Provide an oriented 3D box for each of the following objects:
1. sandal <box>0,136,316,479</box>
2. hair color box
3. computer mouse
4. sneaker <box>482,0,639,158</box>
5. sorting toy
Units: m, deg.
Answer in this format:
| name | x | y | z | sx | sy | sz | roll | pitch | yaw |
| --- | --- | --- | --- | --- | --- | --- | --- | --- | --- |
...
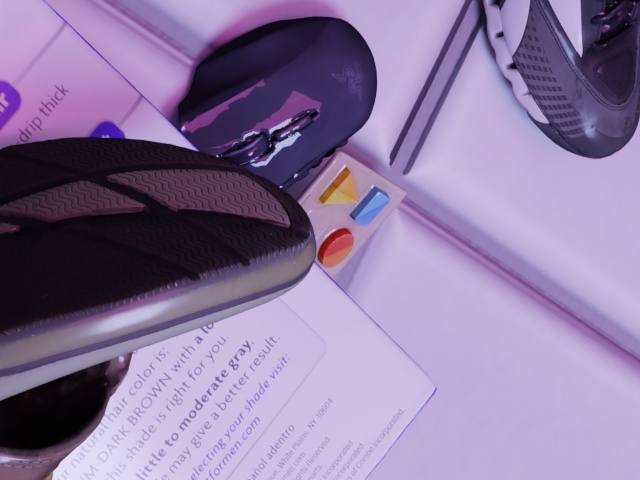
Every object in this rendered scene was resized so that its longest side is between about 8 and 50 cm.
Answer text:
| name | x | y | z | sx | sy | sz | roll | pitch | yaw |
| --- | --- | --- | --- | --- | --- | --- | --- | --- | --- |
| sandal | -0.142 | 0.055 | 0.671 | 0.303 | 0.120 | 0.086 | -28 | 129 | -13 |
| hair color box | -0.134 | 0.017 | 0.780 | 0.185 | 0.110 | 0.339 | -51 | 119 | -11 |
| computer mouse | -0.062 | -0.023 | 0.887 | 0.242 | 0.041 | 0.071 | -40 | 119 | -22 |
| sneaker | 0.131 | -0.147 | 0.961 | 0.078 | 0.106 | 0.234 | -22 | 110 | -30 |
| sorting toy | 0.000 | 0.000 | 0.937 | 0.083 | 0.012 | 0.062 | -50 | 141 | 11 |
